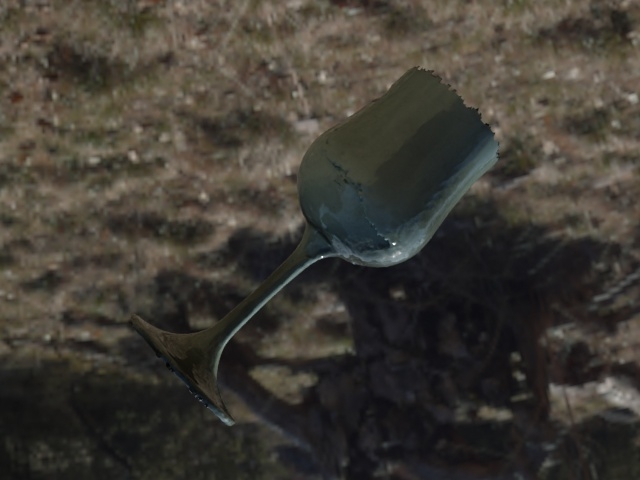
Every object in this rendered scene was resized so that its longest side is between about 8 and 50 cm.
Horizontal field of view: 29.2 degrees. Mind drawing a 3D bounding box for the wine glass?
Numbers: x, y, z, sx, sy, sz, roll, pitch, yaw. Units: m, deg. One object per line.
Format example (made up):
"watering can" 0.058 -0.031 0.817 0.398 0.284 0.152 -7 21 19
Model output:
"wine glass" 0.000 0.000 0.621 0.195 0.079 0.079 -43 151 -6
